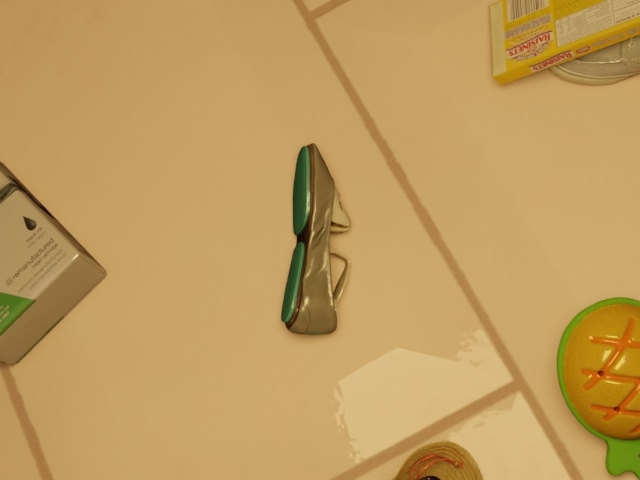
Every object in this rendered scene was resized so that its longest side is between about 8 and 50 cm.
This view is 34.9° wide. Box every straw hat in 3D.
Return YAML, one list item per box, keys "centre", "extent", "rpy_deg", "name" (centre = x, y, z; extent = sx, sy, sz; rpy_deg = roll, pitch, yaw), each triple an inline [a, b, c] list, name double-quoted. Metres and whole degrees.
- centre: [0.095, 0.262, 1.006]
  extent: [0.061, 0.144, 0.144]
  rpy_deg: [6, 70, 55]
  name: "straw hat"

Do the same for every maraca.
- centre: [0.302, 0.145, 0.990]
  extent: [0.127, 0.099, 0.185]
  rpy_deg: [-25, 95, -1]
  name: "maraca"

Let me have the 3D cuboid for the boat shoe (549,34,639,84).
- centre: [0.358, -0.225, 1.094]
  extent: [0.228, 0.081, 0.079]
  rpy_deg: [-6, 72, 9]
  name: "boat shoe"

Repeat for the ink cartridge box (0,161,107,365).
- centre: [-0.373, 0.013, 1.156]
  extent: [0.208, 0.087, 0.153]
  rpy_deg: [42, 84, 20]
  name: "ink cartridge box"

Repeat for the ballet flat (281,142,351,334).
- centre: [0.000, 0.000, 1.111]
  extent: [0.068, 0.072, 0.213]
  rpy_deg: [9, 74, -15]
  name: "ballet flat"

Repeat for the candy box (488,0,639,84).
- centre: [0.279, -0.246, 1.091]
  extent: [0.206, 0.027, 0.105]
  rpy_deg: [-17, 57, 32]
  name: "candy box"
